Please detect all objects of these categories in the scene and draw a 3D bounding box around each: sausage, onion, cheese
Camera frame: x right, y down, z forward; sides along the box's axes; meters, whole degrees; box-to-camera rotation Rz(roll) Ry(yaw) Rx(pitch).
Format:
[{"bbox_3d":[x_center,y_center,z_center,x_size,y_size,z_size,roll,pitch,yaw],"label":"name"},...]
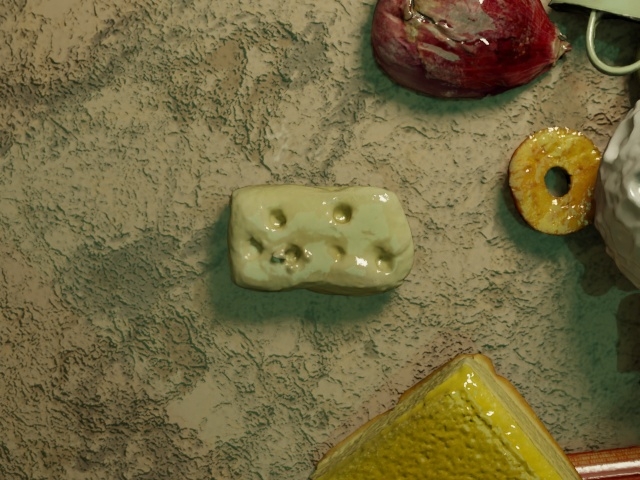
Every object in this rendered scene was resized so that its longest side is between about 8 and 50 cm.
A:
[{"bbox_3d":[0.390,0.331,1.672,0.264,0.083,0.083,-7,92,3],"label":"sausage"},{"bbox_3d":[0.215,-0.302,1.632,0.284,0.120,0.227,15,97,1],"label":"onion"},{"bbox_3d":[0.000,0.000,1.663,0.263,0.093,0.159,0,94,1],"label":"cheese"}]

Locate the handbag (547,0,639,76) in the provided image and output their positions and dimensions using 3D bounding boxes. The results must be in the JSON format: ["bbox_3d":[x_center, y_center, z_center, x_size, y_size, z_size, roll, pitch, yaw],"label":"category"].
[{"bbox_3d":[0.447,-0.365,1.602,0.241,0.109,0.315,17,90,26],"label":"handbag"}]

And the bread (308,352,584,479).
[{"bbox_3d":[0.191,0.364,1.610,0.324,0.143,0.333,-39,89,22],"label":"bread"}]

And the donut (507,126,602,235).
[{"bbox_3d":[0.331,-0.084,1.666,0.152,0.058,0.151,0,93,2],"label":"donut"}]

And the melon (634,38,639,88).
[{"bbox_3d":[0.492,-0.270,1.636,0.099,0.099,0.162,20,92,1],"label":"melon"}]

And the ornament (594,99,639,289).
[{"bbox_3d":[0.522,-0.069,1.521,0.337,0.337,0.337,0,92,2],"label":"ornament"}]

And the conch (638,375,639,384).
[{"bbox_3d":[0.528,0.138,1.616,0.202,0.196,0.134,-15,109,1],"label":"conch"}]
